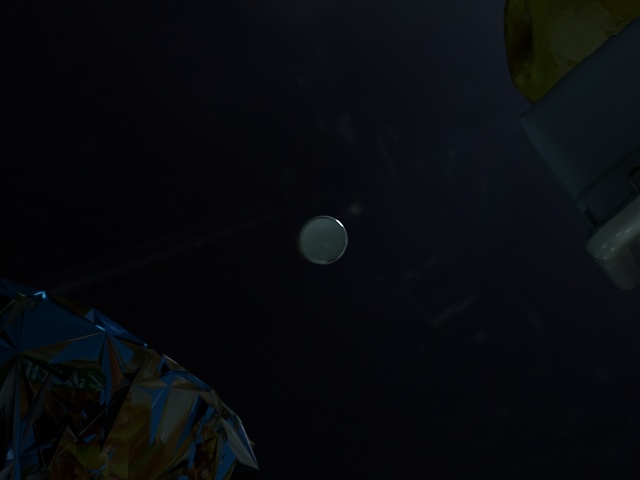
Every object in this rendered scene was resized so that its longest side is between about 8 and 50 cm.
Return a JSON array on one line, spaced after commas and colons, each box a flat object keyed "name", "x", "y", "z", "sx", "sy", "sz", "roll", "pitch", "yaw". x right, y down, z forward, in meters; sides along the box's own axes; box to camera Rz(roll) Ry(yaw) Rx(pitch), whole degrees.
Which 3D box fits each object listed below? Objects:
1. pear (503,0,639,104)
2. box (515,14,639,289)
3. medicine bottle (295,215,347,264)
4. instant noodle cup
[{"name": "pear", "x": 0.324, "y": -0.203, "z": 1.471, "sx": 0.307, "sy": 0.253, "sz": 0.253, "roll": -9, "pitch": -44, "yaw": -10}, {"name": "box", "x": 0.226, "y": -0.058, "z": 1.026, "sx": 0.162, "sy": 0.130, "sz": 0.227, "roll": -39, "pitch": -17, "yaw": 7}, {"name": "medicine bottle", "x": 0.000, "y": 0.000, "z": 1.543, "sx": 0.047, "sy": 0.047, "sz": 0.083, "roll": -36, "pitch": 2, "yaw": -3}, {"name": "instant noodle cup", "x": -0.152, "y": 0.135, "z": 0.778, "sx": 0.178, "sy": 0.240, "sz": 0.240, "roll": -66, "pitch": -32, "yaw": -21}]
